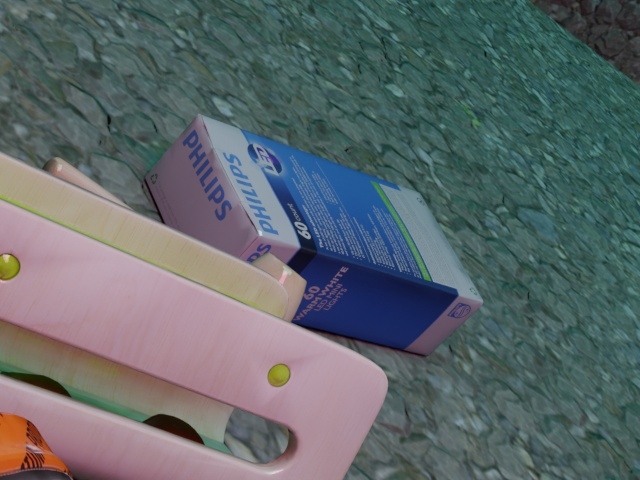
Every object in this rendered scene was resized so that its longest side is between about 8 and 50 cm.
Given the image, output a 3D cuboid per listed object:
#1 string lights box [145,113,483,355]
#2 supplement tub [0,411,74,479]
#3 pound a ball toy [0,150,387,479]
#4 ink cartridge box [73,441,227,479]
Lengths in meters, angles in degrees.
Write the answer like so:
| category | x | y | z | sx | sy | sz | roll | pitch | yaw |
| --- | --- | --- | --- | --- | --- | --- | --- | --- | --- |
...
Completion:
| category | x | y | z | sx | sy | sz | roll | pitch | yaw |
| --- | --- | --- | --- | --- | --- | --- | --- | --- | --- |
| string lights box | 0.000 | 0.000 | 1.142 | 0.260 | 0.077 | 0.133 | 17 | 35 | -43 |
| supplement tub | -0.086 | 0.240 | 0.496 | 0.338 | 0.207 | 0.207 | 54 | 27 | 20 |
| pound a ball toy | -0.121 | 0.048 | 0.726 | 0.319 | 0.135 | 0.208 | 26 | 6 | -34 |
| ink cartridge box | -0.197 | 0.078 | 0.753 | 0.333 | 0.065 | 0.165 | 12 | 40 | -46 |
